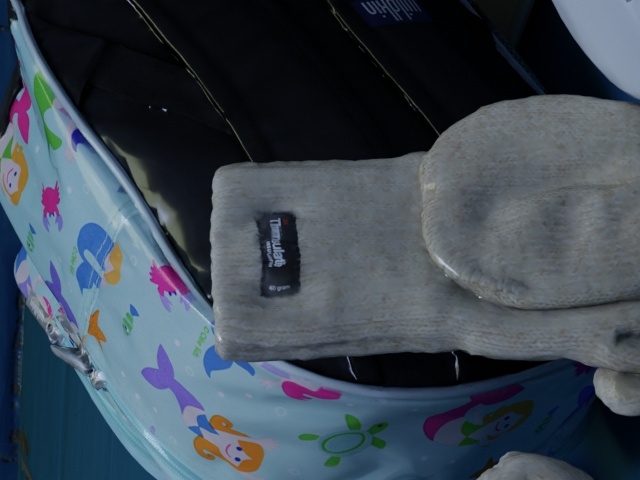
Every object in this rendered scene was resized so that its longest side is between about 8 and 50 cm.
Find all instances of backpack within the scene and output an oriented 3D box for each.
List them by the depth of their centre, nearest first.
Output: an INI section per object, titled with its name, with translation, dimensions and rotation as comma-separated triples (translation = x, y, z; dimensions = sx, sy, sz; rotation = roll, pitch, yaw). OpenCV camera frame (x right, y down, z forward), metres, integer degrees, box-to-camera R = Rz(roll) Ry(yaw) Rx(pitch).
[backpack]
translation = 0.000, 0.000, 0.657
dimensions = 0.253, 0.225, 0.191
rotation = 49, 139, 33

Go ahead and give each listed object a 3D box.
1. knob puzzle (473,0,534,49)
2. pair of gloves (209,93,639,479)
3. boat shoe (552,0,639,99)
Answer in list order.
[knob puzzle]
translation = 0.065, -0.158, 0.788
dimensions = 0.213, 0.030, 0.213
rotation = -13, 74, 55
[pair of gloves]
translation = 0.075, 0.062, 0.488
dimensions = 0.042, 0.204, 0.240
rotation = 76, -178, -57
[boat shoe]
translation = 0.129, -0.094, 0.407
dimensions = 0.108, 0.102, 0.301
rotation = 59, 180, -2
